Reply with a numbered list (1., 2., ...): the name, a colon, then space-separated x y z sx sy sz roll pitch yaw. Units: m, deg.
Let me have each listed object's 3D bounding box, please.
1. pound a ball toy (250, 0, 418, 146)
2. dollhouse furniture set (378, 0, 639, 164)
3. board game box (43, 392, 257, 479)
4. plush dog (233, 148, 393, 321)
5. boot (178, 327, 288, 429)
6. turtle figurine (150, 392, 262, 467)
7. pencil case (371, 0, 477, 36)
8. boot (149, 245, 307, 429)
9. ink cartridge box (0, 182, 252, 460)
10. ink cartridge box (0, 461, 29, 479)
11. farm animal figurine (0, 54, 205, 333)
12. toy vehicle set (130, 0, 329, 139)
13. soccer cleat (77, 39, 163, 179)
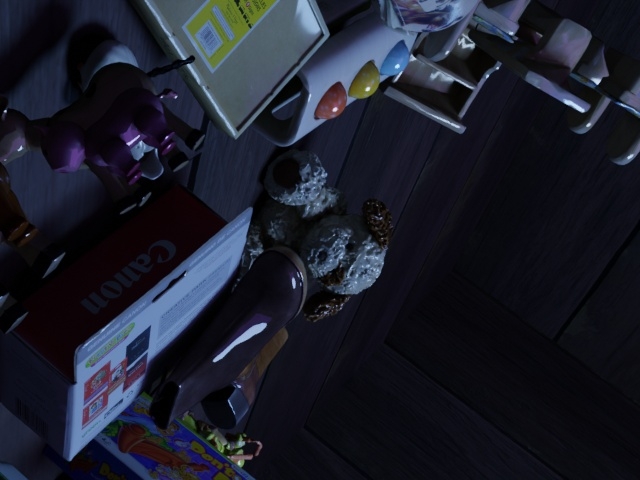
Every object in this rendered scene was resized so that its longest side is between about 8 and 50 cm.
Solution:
1. pound a ball toy: 0.018 -0.254 1.307 0.319 0.136 0.208 -40 161 -43
2. dollhouse furniture set: 0.267 -0.263 1.587 0.256 0.362 0.394 -59 -155 17
3. board game box: -0.230 0.385 1.603 0.078 0.347 0.233 -58 166 12
4. plush dog: 0.000 0.000 1.663 0.262 0.225 0.211 -58 165 18
5. boot: -0.139 0.150 1.803 0.280 0.096 0.264 -58 134 -50
6. turtle figurine: -0.212 0.355 1.852 0.087 0.217 0.269 -53 166 -1
7. pencil case: 0.071 -0.356 1.100 0.183 0.160 0.410 -52 159 6
8. boot: -0.122 0.133 1.342 0.207 0.090 0.248 -43 169 -46
9. ink cartridge box: -0.244 0.080 1.274 0.309 0.130 0.271 -43 164 -37
10. ink cartridge box: -0.459 0.431 1.388 0.208 0.153 0.087 -50 167 -7
11. farm animal figurine: -0.282 -0.039 0.844 0.327 0.172 0.330 -46 178 24
12. toy vehicle set: -0.092 -0.241 1.026 0.166 0.035 0.267 -49 147 -12
13. soccer cleat: -0.195 -0.132 1.038 0.068 0.076 0.196 -48 164 -21
